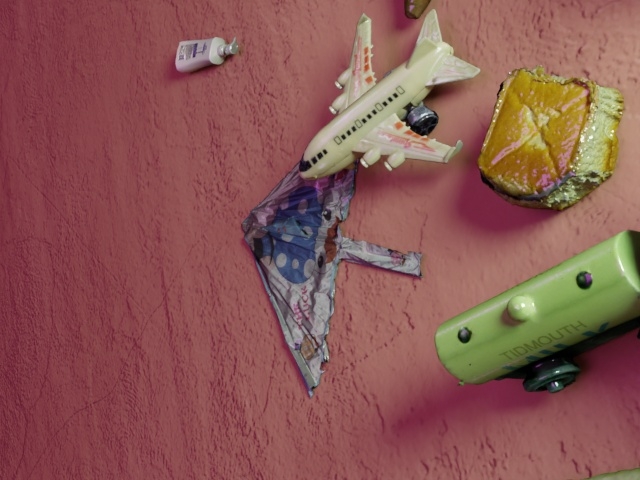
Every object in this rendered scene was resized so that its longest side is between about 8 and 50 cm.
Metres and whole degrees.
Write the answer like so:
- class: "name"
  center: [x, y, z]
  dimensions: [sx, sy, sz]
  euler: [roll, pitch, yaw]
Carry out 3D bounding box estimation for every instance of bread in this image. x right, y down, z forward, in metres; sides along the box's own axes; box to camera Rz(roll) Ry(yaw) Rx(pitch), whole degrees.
- class: "bread"
  center: [0.230, -0.098, 0.947]
  dimensions: [0.128, 0.069, 0.140]
  euler: [17, 94, 48]

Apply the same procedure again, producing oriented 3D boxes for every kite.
- class: "kite"
  center: [0.000, 0.000, 1.235]
  dimensions: [0.368, 0.014, 0.405]
  euler: [12, 94, 49]

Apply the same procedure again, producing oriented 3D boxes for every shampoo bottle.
- class: "shampoo bottle"
  center: [-0.173, -0.287, 1.461]
  dimensions: [0.141, 0.034, 0.048]
  euler: [5, 81, 48]

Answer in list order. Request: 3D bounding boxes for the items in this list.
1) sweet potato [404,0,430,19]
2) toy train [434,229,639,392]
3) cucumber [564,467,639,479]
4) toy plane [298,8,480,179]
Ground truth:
- class: "sweet potato"
  center: [0.138, -0.380, 1.100]
  dimensions: [0.077, 0.077, 0.243]
  euler: [19, 112, 48]
- class: "toy train"
  center: [0.223, 0.067, 0.863]
  dimensions: [0.253, 0.157, 0.105]
  euler: [-33, 61, 40]
- class: "cucumber"
  center: [0.215, 0.300, 0.885]
  dimensions: [0.325, 0.105, 0.145]
  euler: [-28, 91, 43]
- class: "toy plane"
  center: [0.070, -0.151, 1.114]
  dimensions: [0.244, 0.092, 0.229]
  euler: [-44, 56, 25]
